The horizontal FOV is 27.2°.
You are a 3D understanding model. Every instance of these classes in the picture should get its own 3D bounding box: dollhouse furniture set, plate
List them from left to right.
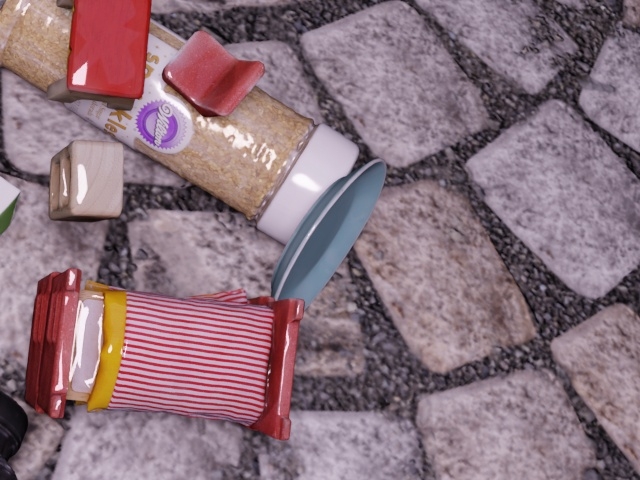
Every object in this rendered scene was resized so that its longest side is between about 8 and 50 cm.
[{"bbox_3d":[-0.126,-0.030,1.111,0.201,0.152,0.374,6,85,-20],"label":"dollhouse furniture set"},{"bbox_3d":[0.000,0.000,1.217,0.024,0.188,0.188,34,52,12],"label":"plate"}]

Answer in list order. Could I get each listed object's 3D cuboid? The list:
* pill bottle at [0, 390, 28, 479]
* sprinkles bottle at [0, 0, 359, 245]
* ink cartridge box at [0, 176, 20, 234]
[{"bbox_3d":[-0.299,0.216,0.987,0.123,0.123,0.219,22,54,-11],"label":"pill bottle"},{"bbox_3d":[-0.140,-0.131,1.272,0.355,0.121,0.121,32,53,-3],"label":"sprinkles bottle"},{"bbox_3d":[-0.363,0.007,1.123,0.109,0.062,0.209,36,53,-1],"label":"ink cartridge box"}]
